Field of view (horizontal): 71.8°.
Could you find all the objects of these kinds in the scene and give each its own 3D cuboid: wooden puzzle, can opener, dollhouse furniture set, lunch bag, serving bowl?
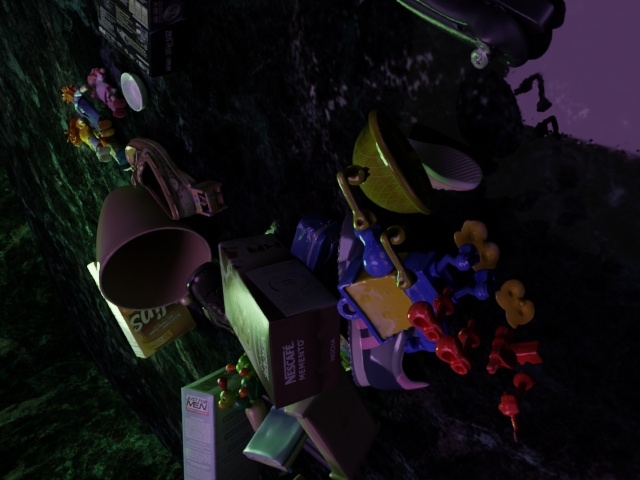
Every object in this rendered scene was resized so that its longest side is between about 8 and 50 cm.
[{"bbox_3d":[0.000,0.034,0.818,0.083,0.006,0.049,37,137,24],"label":"wooden puzzle"},{"bbox_3d":[-0.071,0.500,1.137,0.283,0.095,0.076,25,132,35],"label":"can opener"},{"bbox_3d":[-0.087,0.373,0.889,0.303,0.286,0.198,-7,120,43],"label":"dollhouse furniture set"},{"bbox_3d":[0.140,-0.236,0.458,0.186,0.073,0.059,39,177,27],"label":"can opener"},{"bbox_3d":[0.000,0.000,0.746,0.065,0.067,0.098,39,137,22],"label":"lunch bag"},{"bbox_3d":[-0.414,-0.337,0.997,0.083,0.027,0.083,27,132,34],"label":"serving bowl"}]

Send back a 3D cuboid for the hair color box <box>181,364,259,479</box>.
[{"bbox_3d":[-0.264,0.554,1.194,0.113,0.185,0.375,2,95,27],"label":"hair color box"}]

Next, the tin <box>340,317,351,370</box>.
[{"bbox_3d":[0.006,0.178,0.886,0.189,0.040,0.106,41,135,21],"label":"tin"}]

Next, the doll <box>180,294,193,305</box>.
[{"bbox_3d":[-0.428,0.107,1.296,0.129,0.046,0.189,-5,110,50],"label":"doll"}]

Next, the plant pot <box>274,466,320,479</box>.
[{"bbox_3d":[-0.057,0.764,1.243,0.187,0.167,0.188,14,125,41],"label":"plant pot"}]

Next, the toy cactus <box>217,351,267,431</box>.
[{"bbox_3d":[-0.177,0.371,1.068,0.112,0.219,0.181,-16,87,8],"label":"toy cactus"}]

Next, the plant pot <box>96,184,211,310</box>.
[{"bbox_3d":[-0.444,-0.011,1.106,0.274,0.256,0.257,49,144,37],"label":"plant pot"}]

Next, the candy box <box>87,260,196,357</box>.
[{"bbox_3d":[-0.536,0.171,1.346,0.087,0.183,0.317,-13,105,51],"label":"candy box"}]

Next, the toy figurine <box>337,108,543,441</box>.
[{"bbox_3d":[0.077,0.059,0.536,0.217,0.191,0.363,-23,112,43],"label":"toy figurine"}]

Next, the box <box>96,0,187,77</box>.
[{"bbox_3d":[-0.331,-0.416,0.814,0.180,0.077,0.147,42,139,19],"label":"box"}]

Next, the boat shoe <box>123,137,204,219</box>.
[{"bbox_3d":[-0.386,-0.151,1.042,0.285,0.089,0.105,36,137,26],"label":"boat shoe"}]

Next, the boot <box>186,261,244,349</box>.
[{"bbox_3d":[-0.196,0.182,1.060,0.229,0.091,0.263,33,153,27],"label":"boot"}]

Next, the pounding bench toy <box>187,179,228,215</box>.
[{"bbox_3d":[-0.252,-0.093,0.967,0.083,0.052,0.065,17,127,40],"label":"pounding bench toy"}]

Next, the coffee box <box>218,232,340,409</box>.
[{"bbox_3d":[-0.083,0.123,0.785,0.297,0.118,0.168,39,135,56],"label":"coffee box"}]

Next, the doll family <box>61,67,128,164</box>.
[{"bbox_3d":[-0.587,-0.310,1.127,0.163,0.118,0.263,45,140,17],"label":"doll family"}]

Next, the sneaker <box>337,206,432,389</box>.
[{"bbox_3d":[0.108,0.096,0.688,0.131,0.112,0.319,1,117,24],"label":"sneaker"}]

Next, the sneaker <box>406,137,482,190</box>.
[{"bbox_3d":[0.136,-0.083,0.564,0.134,0.051,0.070,24,150,22],"label":"sneaker"}]
